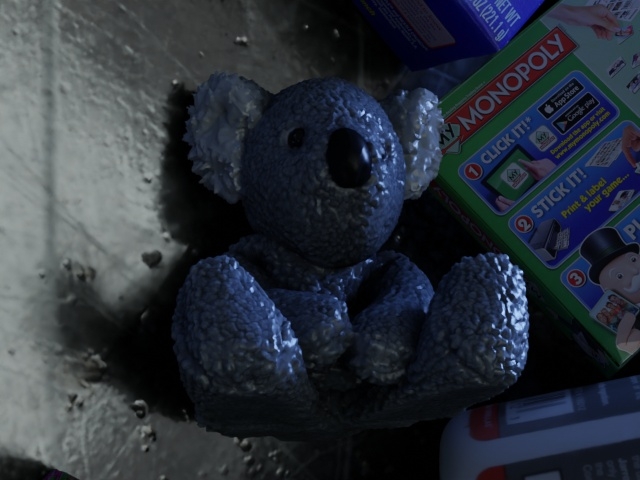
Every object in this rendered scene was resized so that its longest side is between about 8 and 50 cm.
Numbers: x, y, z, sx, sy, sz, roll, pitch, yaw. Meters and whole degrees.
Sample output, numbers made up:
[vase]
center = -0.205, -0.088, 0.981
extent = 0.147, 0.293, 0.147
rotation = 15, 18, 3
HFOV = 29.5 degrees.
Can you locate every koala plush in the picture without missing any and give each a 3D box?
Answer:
[koala plush]
center = 0.000, 0.000, 0.739
extent = 0.196, 0.203, 0.221
rotation = -1, 72, -11

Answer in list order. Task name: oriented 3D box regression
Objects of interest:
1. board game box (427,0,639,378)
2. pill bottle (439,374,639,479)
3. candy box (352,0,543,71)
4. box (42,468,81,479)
[board game box]
center = 0.239, -0.089, 0.834
extent = 0.317, 0.046, 0.213
rotation = -40, 75, -9
[pill bottle]
center = 0.271, 0.176, 0.757
extent = 0.362, 0.210, 0.210
rotation = -13, 97, 11
[candy box]
center = 0.105, -0.319, 0.808
extent = 0.268, 0.122, 0.317
rotation = 47, 72, -20
[box]
center = -0.121, 0.332, 0.648
extent = 0.290, 0.177, 0.279
rotation = -49, 112, -21
